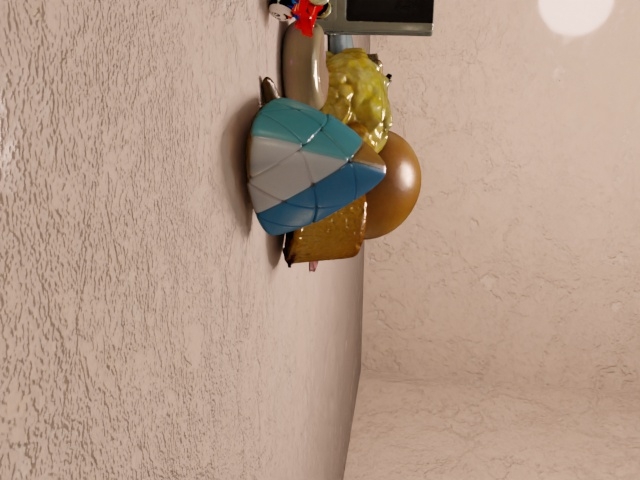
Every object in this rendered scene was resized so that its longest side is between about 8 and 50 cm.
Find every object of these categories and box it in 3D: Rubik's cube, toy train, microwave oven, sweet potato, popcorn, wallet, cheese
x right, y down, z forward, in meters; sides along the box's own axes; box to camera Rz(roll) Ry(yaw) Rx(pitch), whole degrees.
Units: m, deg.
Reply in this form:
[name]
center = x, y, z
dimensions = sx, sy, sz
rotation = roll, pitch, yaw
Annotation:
[Rubik's cube]
center = -0.016, -0.137, 1.192
dimensions = 0.254, 0.254, 0.255
rotation = 3, 90, -83
[toy train]
center = -0.030, -0.480, 1.331
dimensions = 0.083, 0.131, 0.204
rotation = 83, 23, -81
[microwave oven]
center = 0.137, -0.609, 1.866
dimensions = 0.237, 0.295, 0.181
rotation = -58, 150, -75
[sweet potato]
center = -0.069, -0.213, 1.393
dimensions = 0.250, 0.059, 0.069
rotation = 69, 0, -46
[popcorn]
center = 0.069, -0.328, 1.822
dimensions = 0.252, 0.215, 0.287
rotation = 38, 52, -74
[wallet]
center = 0.067, -0.610, 2.267
dimensions = 0.290, 0.054, 0.251
rotation = -79, 168, -46
[cheese]
center = -0.032, -0.394, 1.488
dimensions = 0.163, 0.082, 0.286
rotation = -78, 168, -53

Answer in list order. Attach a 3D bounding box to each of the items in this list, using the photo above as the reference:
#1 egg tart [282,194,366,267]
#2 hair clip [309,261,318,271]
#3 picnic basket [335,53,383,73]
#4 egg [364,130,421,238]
[egg tart]
center = 0.000, -0.046, 1.541
dimensions = 0.215, 0.170, 0.215
rotation = -174, -90, -82
[hair clip]
center = -0.010, 0.004, 2.053
dimensions = 0.138, 0.102, 0.123
rotation = 53, 24, -23
[picnic basket]
center = 0.096, -0.469, 2.151
dimensions = 0.079, 0.164, 0.115
rotation = -92, 179, -47
[egg]
center = 0.133, -0.153, 2.084
dimensions = 0.351, 0.282, 0.283
rotation = 116, -15, -55
